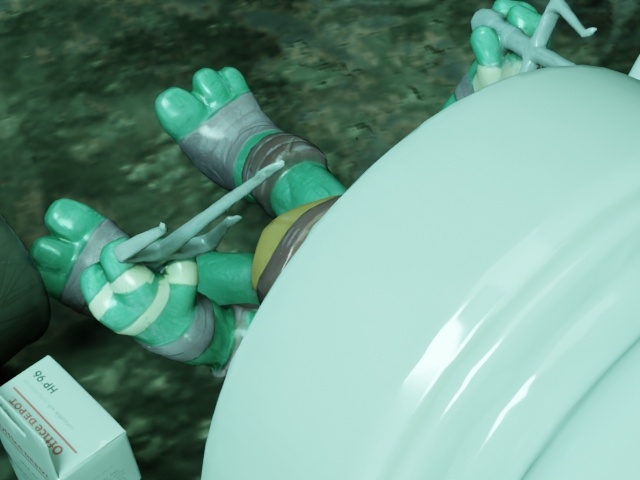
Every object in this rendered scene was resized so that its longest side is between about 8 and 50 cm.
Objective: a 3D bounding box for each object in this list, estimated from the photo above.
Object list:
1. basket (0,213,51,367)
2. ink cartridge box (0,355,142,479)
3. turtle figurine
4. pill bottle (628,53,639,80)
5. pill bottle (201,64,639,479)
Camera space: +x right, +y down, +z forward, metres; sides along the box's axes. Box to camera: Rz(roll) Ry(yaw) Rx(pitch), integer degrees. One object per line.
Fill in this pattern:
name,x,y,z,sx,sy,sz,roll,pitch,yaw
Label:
basket,-0.238,0.057,0.590,0.204,0.154,0.227,21,57,26
ink cartridge box,-0.083,0.073,0.582,0.028,0.083,0.048,-35,49,-22
turtle figurine,0.000,0.000,0.589,0.175,0.118,0.234,-31,23,-27
pill bottle,0.192,-0.007,0.590,0.180,0.108,0.108,18,52,26
pill bottle,0.164,0.127,0.380,0.224,0.224,0.392,-35,50,-22
